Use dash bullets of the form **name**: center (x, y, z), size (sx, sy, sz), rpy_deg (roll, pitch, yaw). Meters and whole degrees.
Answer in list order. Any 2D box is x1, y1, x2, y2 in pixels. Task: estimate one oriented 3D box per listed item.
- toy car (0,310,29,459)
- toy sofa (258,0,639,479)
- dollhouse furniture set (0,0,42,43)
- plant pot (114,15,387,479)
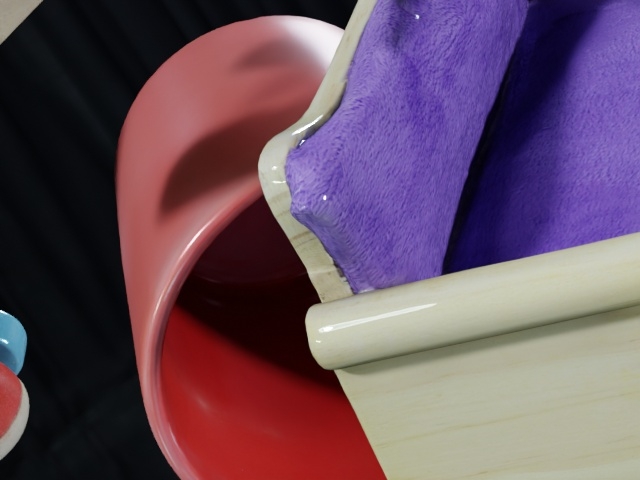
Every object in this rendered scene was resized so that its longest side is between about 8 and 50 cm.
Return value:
- **toy car**: center (-0.396, 0.115, 1.675), size (0.210, 0.238, 0.219), rpy_deg (-17, 38, 17)
- **toy sofa**: center (0.109, -0.057, 0.849), size (0.150, 0.177, 0.362), rpy_deg (-12, 29, 23)
- **dollhouse furniture set**: center (-0.257, -0.278, 0.984), size (0.256, 0.362, 0.394), rpy_deg (-31, 18, 46)
- **plant pot**: center (0.000, 0.000, 1.116), size (0.275, 0.275, 0.243), rpy_deg (-32, 35, -1)
